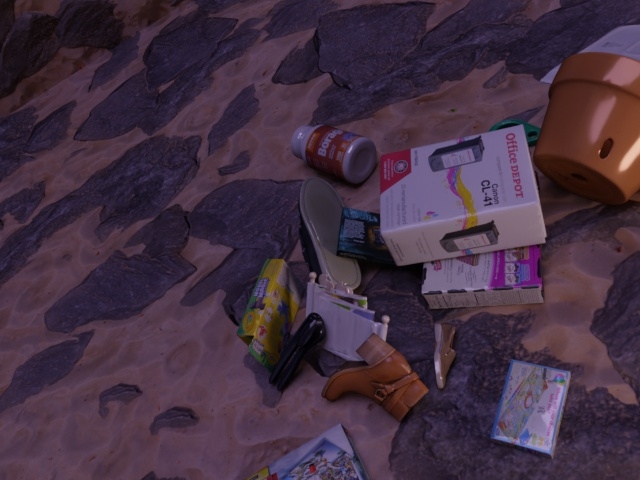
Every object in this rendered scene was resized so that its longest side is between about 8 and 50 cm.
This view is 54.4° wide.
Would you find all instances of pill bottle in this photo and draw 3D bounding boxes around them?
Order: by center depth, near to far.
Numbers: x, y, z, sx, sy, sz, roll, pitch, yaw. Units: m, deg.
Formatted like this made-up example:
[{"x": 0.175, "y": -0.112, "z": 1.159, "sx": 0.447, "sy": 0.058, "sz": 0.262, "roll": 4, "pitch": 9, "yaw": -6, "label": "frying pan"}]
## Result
[{"x": 0.029, "y": -0.232, "z": 1.614, "sx": 0.216, "sy": 0.121, "sz": 0.121, "roll": 24, "pitch": 68, "yaw": 38, "label": "pill bottle"}]

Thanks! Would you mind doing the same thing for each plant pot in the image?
[{"x": 0.567, "y": -0.206, "z": 1.245, "sx": 0.291, "sy": 0.291, "sz": 0.203, "roll": 29, "pitch": 87, "yaw": 39, "label": "plant pot"}]

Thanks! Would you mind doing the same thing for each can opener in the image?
[{"x": -0.053, "y": 0.231, "z": 1.310, "sx": 0.059, "sy": 0.073, "sz": 0.186, "roll": 42, "pitch": 104, "yaw": 34, "label": "can opener"}]

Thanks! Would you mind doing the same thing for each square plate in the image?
[{"x": 0.729, "y": -0.401, "z": 1.370, "sx": 0.347, "sy": 0.049, "sz": 0.344, "roll": -34, "pitch": 41, "yaw": -29, "label": "square plate"}]

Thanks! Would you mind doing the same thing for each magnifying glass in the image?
[{"x": 0.506, "y": -0.244, "z": 1.458, "sx": 0.231, "sy": 0.026, "sz": 0.092, "roll": 7, "pitch": 58, "yaw": 32, "label": "magnifying glass"}]

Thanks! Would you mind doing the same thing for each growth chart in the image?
[{"x": 0.048, "y": 0.171, "z": 1.287, "sx": 0.237, "sy": 0.021, "sz": 0.171, "roll": 26, "pitch": 114, "yaw": 40, "label": "growth chart"}]

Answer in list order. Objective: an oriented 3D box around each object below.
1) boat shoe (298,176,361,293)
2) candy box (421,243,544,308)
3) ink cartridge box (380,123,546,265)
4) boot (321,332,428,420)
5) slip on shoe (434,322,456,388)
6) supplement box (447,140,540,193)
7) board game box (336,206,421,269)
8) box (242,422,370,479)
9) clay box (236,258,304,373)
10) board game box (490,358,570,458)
[{"x": 0.004, "y": 0.001, "z": 1.456, "sx": 0.113, "sy": 0.127, "sz": 0.339, "roll": -56, "pitch": 42, "yaw": 42, "label": "boat shoe"}, {"x": 0.332, "y": 0.053, "z": 1.276, "sx": 0.234, "sy": 0.071, "sz": 0.159, "roll": -5, "pitch": 53, "yaw": 22, "label": "candy box"}, {"x": 0.283, "y": -0.091, "z": 1.276, "sx": 0.307, "sy": 0.131, "sz": 0.226, "roll": -12, "pitch": 50, "yaw": 20, "label": "ink cartridge box"}, {"x": 0.100, "y": 0.290, "z": 1.201, "sx": 0.152, "sy": 0.073, "sz": 0.197, "roll": 45, "pitch": 123, "yaw": 10, "label": "boot"}, {"x": 0.242, "y": 0.222, "z": 1.207, "sx": 0.041, "sy": 0.051, "sz": 0.135, "roll": 0, "pitch": 48, "yaw": 12, "label": "slip on shoe"}, {"x": 0.352, "y": -0.126, "z": 1.405, "sx": 0.240, "sy": 0.073, "sz": 0.130, "roll": 30, "pitch": 72, "yaw": 40, "label": "supplement box"}, {"x": 0.134, "y": -0.006, "z": 1.390, "sx": 0.186, "sy": 0.026, "sz": 0.126, "roll": 11, "pitch": 53, "yaw": -2, "label": "board game box"}, {"x": -0.026, "y": 0.466, "z": 1.145, "sx": 0.233, "sy": 0.044, "sz": 0.159, "roll": -31, "pitch": 47, "yaw": 1, "label": "box"}, {"x": -0.110, "y": 0.165, "z": 1.367, "sx": 0.053, "sy": 0.127, "sz": 0.221, "roll": 2, "pitch": 55, "yaw": 28, "label": "clay box"}, {"x": 0.371, "y": 0.294, "z": 1.098, "sx": 0.104, "sy": 0.026, "sz": 0.154, "roll": 8, "pitch": 59, "yaw": 31, "label": "board game box"}]
